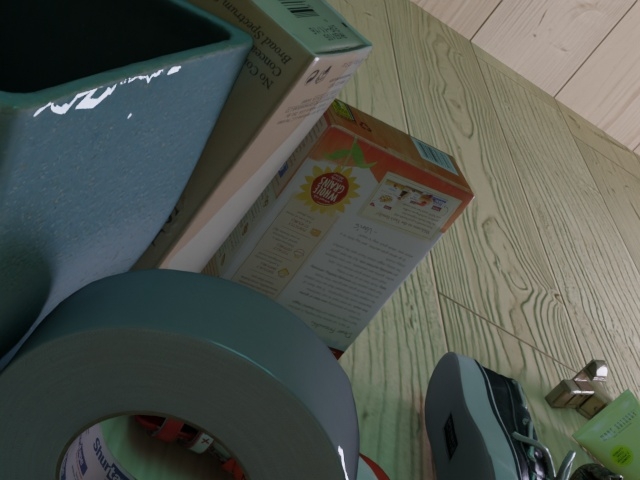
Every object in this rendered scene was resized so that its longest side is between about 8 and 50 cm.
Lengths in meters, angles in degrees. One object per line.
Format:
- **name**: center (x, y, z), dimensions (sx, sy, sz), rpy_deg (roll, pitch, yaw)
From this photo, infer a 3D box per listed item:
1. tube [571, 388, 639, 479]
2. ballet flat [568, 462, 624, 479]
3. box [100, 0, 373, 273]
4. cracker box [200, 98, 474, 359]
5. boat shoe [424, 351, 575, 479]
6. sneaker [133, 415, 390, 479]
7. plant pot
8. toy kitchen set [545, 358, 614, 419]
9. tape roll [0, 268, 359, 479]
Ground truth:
- **tube**: center (0.393, 0.282, 1.174), dimensions (0.240, 0.062, 0.070), rpy_deg (50, 31, 21)
- **ballet flat**: center (0.327, 0.320, 1.030), dimensions (0.084, 0.058, 0.250), rpy_deg (11, 36, -43)
- **box**: center (-0.120, -0.067, 0.789), dimensions (0.148, 0.311, 0.121), rpy_deg (42, 24, 8)
- **cracker box**: center (0.000, 0.000, 0.927), dimensions (0.155, 0.232, 0.067), rpy_deg (23, 28, -30)
- **boat shoe**: center (0.161, 0.212, 0.931), dimensions (0.105, 0.113, 0.306), rpy_deg (18, 20, -9)
- **sneaker**: center (-0.049, 0.157, 0.774), dimensions (0.145, 0.090, 0.270), rpy_deg (11, 33, -43)
- **plant pot**: center (-0.231, -0.046, 0.646), dimensions (0.248, 0.252, 0.247), rpy_deg (29, 27, 13)
- **toy kitchen set**: center (0.325, 0.189, 1.233), dimensions (0.083, 0.068, 0.075), rpy_deg (10, 37, -44)
- **tape roll**: center (-0.087, 0.128, 0.617), dimensions (0.219, 0.219, 0.072), rpy_deg (34, 25, -9)
